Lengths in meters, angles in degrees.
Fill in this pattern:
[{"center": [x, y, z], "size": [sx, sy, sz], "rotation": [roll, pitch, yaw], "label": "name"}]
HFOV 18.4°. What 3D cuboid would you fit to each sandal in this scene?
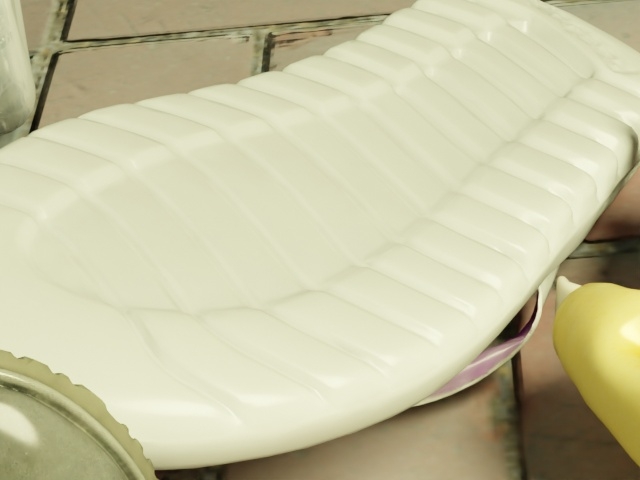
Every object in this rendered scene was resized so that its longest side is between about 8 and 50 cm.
[{"center": [0.012, 0.008, 0.758], "size": [0.169, 0.102, 0.416], "rotation": [33, 36, 26], "label": "sandal"}]

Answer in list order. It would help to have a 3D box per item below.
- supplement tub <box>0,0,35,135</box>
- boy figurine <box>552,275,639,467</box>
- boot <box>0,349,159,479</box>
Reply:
[{"center": [-0.313, -0.119, 0.904], "size": [0.338, 0.207, 0.207], "rotation": [-12, 34, -7], "label": "supplement tub"}, {"center": [0.168, 0.041, 0.673], "size": [0.177, 0.092, 0.285], "rotation": [-2, 35, 8], "label": "boy figurine"}, {"center": [-0.054, 0.144, 0.496], "size": [0.076, 0.190, 0.208], "rotation": [-31, 29, 12], "label": "boot"}]
